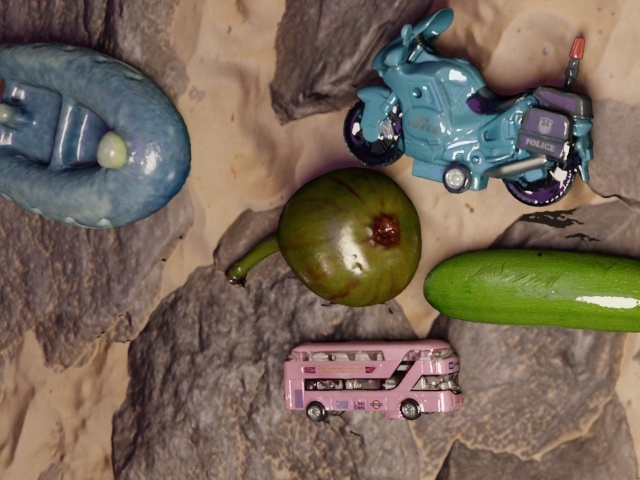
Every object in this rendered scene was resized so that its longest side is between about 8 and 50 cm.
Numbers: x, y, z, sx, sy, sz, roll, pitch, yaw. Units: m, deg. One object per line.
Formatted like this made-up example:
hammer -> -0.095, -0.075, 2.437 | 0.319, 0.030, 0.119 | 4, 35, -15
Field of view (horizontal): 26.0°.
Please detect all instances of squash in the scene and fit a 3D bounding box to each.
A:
squash -> 0.240, 0.050, 1.422 | 0.292, 0.082, 0.082 | 3, 93, 25

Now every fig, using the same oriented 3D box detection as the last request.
fig -> 0.000, 0.000, 1.535 | 0.259, 0.151, 0.151 | -8, 88, 55

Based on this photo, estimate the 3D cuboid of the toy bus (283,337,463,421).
toy bus -> 0.055, 0.153, 1.524 | 0.203, 0.063, 0.090 | -2, 90, 26

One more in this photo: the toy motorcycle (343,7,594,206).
toy motorcycle -> 0.158, -0.142, 1.437 | 0.272, 0.123, 0.182 | 16, 103, 21

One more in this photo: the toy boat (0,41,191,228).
toy boat -> -0.310, -0.126, 1.655 | 0.330, 0.123, 0.215 | 21, 99, 24
